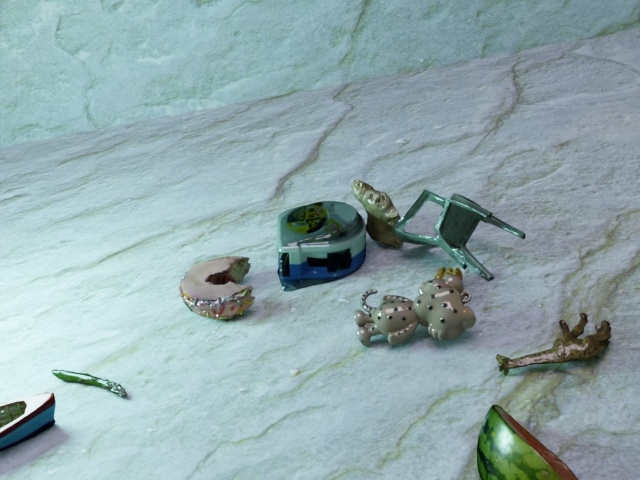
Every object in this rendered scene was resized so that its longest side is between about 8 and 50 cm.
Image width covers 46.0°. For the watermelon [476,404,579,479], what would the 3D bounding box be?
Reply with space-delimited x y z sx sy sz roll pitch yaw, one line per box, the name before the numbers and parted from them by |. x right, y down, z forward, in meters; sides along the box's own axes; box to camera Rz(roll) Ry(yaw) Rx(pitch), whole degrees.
watermelon | 0.354 0.418 1.341 0.128 0.159 0.303 -51 33 6

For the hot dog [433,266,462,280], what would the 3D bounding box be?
hot dog | 0.307 0.121 1.875 0.071 0.045 0.165 5 33 21

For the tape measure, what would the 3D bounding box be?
tape measure | -0.002 -0.001 2.082 0.262 0.138 0.259 -9 32 2

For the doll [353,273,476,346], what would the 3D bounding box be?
doll | 0.215 0.166 1.750 0.278 0.119 0.154 -9 58 15

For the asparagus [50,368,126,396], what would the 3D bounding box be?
asparagus | -0.544 0.334 1.786 0.236 0.027 0.034 7 40 26

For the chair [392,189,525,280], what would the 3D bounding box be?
chair | 0.342 -0.022 1.955 0.203 0.190 0.275 23 11 -42

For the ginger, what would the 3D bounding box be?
ginger | 0.165 -0.078 2.088 0.137 0.213 0.074 2 31 45

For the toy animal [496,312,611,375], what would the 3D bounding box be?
toy animal | 0.512 0.231 1.626 0.275 0.054 0.149 -26 32 -23

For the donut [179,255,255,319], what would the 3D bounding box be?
donut | -0.273 0.128 1.993 0.199 0.085 0.233 -10 31 -2

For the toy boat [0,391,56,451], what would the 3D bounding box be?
toy boat | -0.761 0.432 1.635 0.392 0.079 0.136 -19 30 -14
